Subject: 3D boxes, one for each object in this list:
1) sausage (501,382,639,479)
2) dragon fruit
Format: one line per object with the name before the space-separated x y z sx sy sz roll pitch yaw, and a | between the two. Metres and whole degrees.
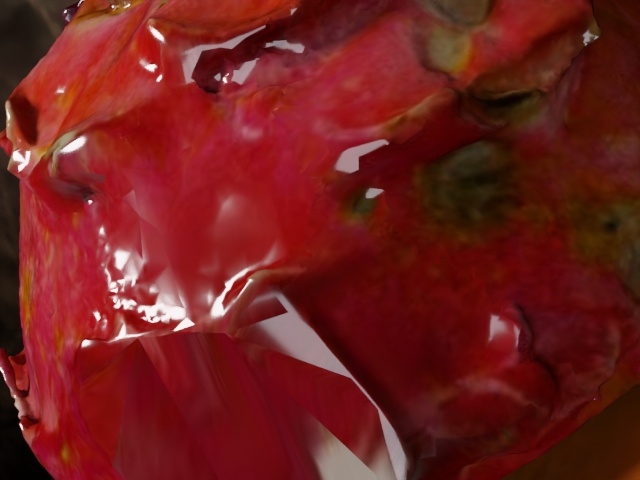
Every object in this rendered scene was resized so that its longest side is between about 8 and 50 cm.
sausage | 0.099 0.114 0.487 0.141 0.153 0.268 34 127 -26
dragon fruit | 0.000 0.000 0.491 0.261 0.189 0.163 -22 135 25
